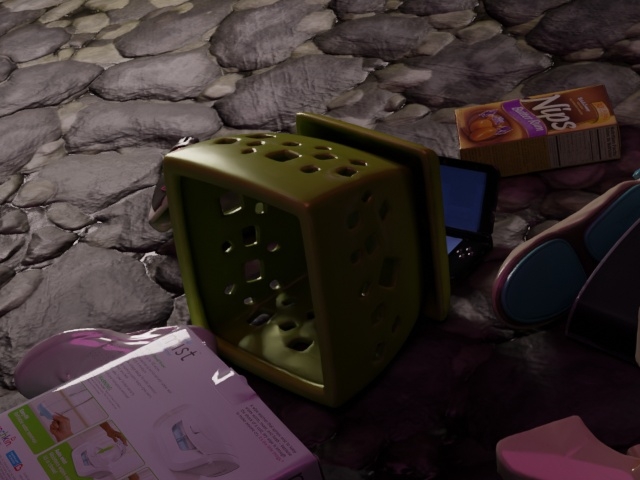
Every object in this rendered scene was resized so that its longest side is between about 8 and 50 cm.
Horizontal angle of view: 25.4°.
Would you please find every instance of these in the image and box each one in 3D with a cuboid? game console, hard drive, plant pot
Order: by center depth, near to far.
[{"bbox_3d":[0.370,0.022,1.381,0.254,0.054,0.172,-42,40,-24],"label":"hard drive"},{"bbox_3d":[0.000,0.000,1.435,0.207,0.228,0.227,-29,33,-34],"label":"plant pot"},{"bbox_3d":[0.113,-0.027,1.558,0.144,0.085,0.124,12,39,37],"label":"game console"}]

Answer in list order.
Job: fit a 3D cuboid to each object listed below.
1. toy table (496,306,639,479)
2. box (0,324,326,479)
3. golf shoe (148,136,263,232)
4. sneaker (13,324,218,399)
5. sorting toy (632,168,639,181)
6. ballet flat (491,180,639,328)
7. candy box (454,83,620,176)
[{"bbox_3d":[0.270,0.177,1.043,0.274,0.252,0.161,-9,45,-16],"label":"toy table"},{"bbox_3d":[-0.148,0.216,1.227,0.231,0.127,0.262,-26,33,-21],"label":"box"},{"bbox_3d":[-0.079,-0.050,1.680,0.272,0.105,0.120,1,49,33],"label":"golf shoe"},{"bbox_3d":[-0.209,0.142,1.428,0.212,0.080,0.094,-9,43,5],"label":"sneaker"},{"bbox_3d":[0.361,-0.051,1.556,0.075,0.045,0.083,-40,36,-5],"label":"sorting toy"},{"bbox_3d":[0.251,0.018,1.457,0.248,0.086,0.086,-30,35,-28],"label":"ballet flat"},{"bbox_3d":[0.258,-0.129,1.701,0.186,0.053,0.109,-8,31,6],"label":"candy box"}]
